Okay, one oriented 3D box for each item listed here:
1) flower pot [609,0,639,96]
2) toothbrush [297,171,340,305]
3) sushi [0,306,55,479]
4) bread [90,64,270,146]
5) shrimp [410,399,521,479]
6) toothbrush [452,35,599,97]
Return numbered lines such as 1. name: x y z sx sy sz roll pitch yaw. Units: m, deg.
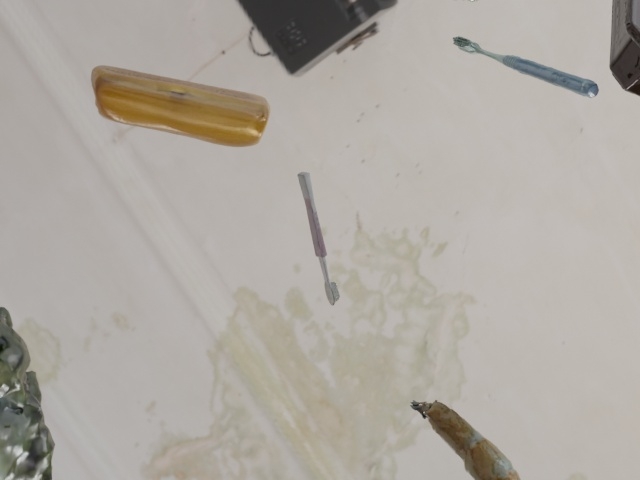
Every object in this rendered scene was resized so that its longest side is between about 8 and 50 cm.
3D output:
1. flower pot: 0.391 -0.237 0.930 0.178 0.251 0.084 22 -34 -11
2. toothbrush: -0.001 0.001 1.097 0.014 0.017 0.194 12 -52 41
3. sushi: -0.319 0.157 0.508 0.178 0.294 0.352 26 -86 37
4. bread: -0.189 -0.177 1.135 0.239 0.092 0.074 10 -66 -10
5. shrimp: 0.210 0.362 1.163 0.185 0.068 0.287 -14 -90 48
6. toothbrush: 0.208 -0.186 0.887 0.019 0.219 0.016 25 -80 -37
